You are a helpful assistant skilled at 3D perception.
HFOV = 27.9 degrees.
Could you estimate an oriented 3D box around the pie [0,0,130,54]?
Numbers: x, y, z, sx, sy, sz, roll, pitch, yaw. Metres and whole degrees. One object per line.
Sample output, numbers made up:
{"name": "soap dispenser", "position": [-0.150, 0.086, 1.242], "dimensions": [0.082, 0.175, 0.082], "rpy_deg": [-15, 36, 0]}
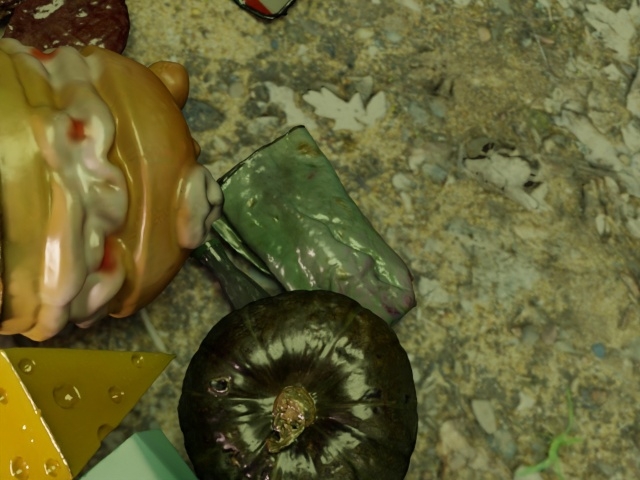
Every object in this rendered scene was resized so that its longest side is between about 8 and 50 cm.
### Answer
{"name": "pie", "position": [-0.307, -0.234, 1.352], "dimensions": [0.204, 0.054, 0.218], "rpy_deg": [-31, 71, -24]}

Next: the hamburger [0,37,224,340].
{"name": "hamburger", "position": [-0.215, -0.049, 1.169], "dimensions": [0.237, 0.276, 0.276], "rpy_deg": [-7, 64, -27]}

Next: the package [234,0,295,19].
{"name": "package", "position": [-0.045, -0.363, 1.485], "dimensions": [0.166, 0.040, 0.232], "rpy_deg": [38, 70, 12]}

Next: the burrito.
{"name": "burrito", "position": [0.000, 0.000, 1.276], "dimensions": [0.144, 0.089, 0.229], "rpy_deg": [-36, 73, -23]}

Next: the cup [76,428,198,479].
{"name": "cup", "position": [-0.115, 0.287, 1.075], "dimensions": [0.235, 0.148, 0.134], "rpy_deg": [45, 96, 13]}

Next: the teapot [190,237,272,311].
{"name": "teapot", "position": [-0.083, 0.044, 1.261], "dimensions": [0.043, 0.043, 0.110], "rpy_deg": [-33, 71, -25]}

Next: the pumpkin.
{"name": "pumpkin", "position": [-0.018, 0.151, 1.146], "dimensions": [0.224, 0.157, 0.223], "rpy_deg": [0, 78, 1]}

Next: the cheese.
{"name": "cheese", "position": [-0.204, 0.143, 1.116], "dimensions": [0.171, 0.093, 0.126], "rpy_deg": [-18, 71, -53]}
